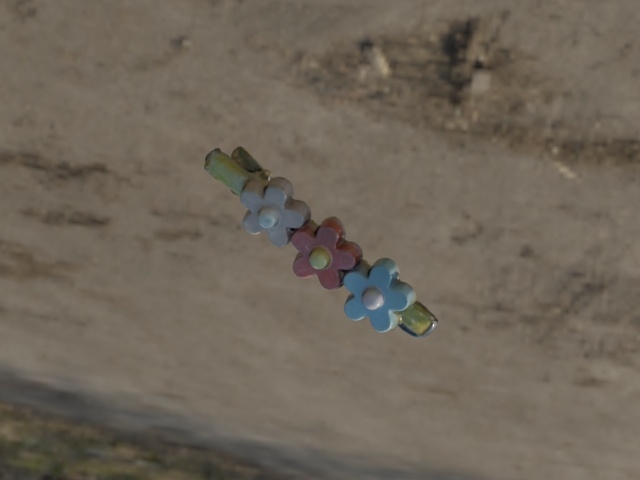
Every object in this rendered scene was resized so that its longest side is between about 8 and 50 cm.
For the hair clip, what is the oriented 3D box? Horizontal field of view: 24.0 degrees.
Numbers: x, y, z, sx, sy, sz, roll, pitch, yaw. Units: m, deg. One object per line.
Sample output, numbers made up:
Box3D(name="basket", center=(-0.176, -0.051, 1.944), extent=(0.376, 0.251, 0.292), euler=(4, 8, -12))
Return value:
Box3D(name="hair clip", center=(-0.003, 0.002, 1.129), extent=(0.062, 0.214, 0.056), euler=(-55, 167, 31))
